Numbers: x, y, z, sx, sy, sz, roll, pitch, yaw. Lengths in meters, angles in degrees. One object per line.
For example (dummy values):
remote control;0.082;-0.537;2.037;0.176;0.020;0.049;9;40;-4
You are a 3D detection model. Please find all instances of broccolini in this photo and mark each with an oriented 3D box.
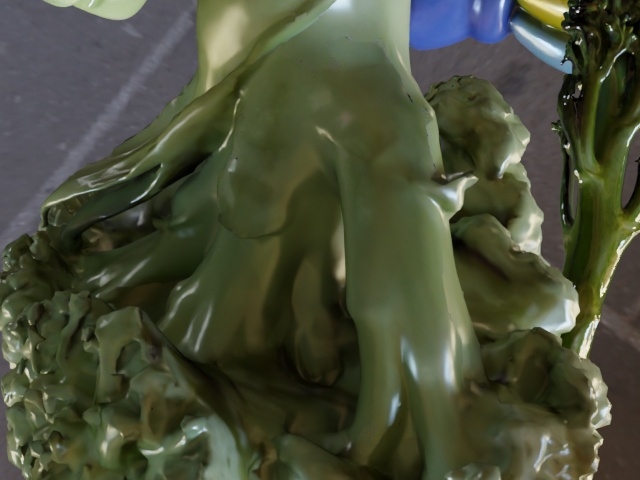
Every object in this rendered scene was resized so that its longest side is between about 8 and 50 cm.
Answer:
broccolini;0.126;0.022;0.827;0.079;0.074;0.392;19;86;0

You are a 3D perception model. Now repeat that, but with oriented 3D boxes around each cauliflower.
cauliflower;0.007;0.013;0.628;0.327;0.260;0.281;47;115;38

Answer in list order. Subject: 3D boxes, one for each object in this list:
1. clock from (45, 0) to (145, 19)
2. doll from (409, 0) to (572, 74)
clock;-0.202;-0.252;1.109;0.235;0.308;0.096;35;102;13
doll;0.027;-0.251;0.933;0.187;0.376;0.365;-30;108;-41
